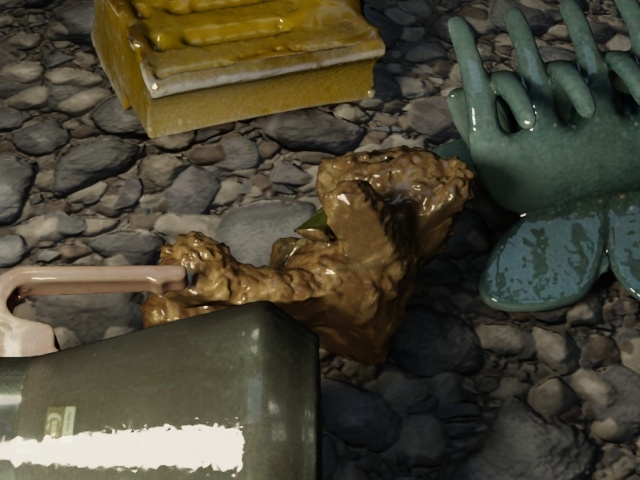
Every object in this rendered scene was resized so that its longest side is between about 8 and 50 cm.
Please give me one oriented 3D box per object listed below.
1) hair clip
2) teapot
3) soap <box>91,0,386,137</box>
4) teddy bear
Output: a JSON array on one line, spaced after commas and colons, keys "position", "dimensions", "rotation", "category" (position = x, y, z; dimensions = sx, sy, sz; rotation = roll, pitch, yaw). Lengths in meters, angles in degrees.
[{"position": [0.288, -0.111, 1.748], "dimensions": [0.318, 0.238, 0.392], "rotation": [-8, 45, -5], "category": "hair clip"}, {"position": [-0.169, 0.154, 1.388], "dimensions": [0.344, 0.253, 0.300], "rotation": [1, 57, 0], "category": "teapot"}, {"position": [-0.098, -0.234, 1.917], "dimensions": [0.281, 0.143, 0.259], "rotation": [-10, 40, -19], "category": "soap"}, {"position": [-0.009, -0.003, 1.610], "dimensions": [0.296, 0.246, 0.222], "rotation": [10, 67, -11], "category": "teddy bear"}]
